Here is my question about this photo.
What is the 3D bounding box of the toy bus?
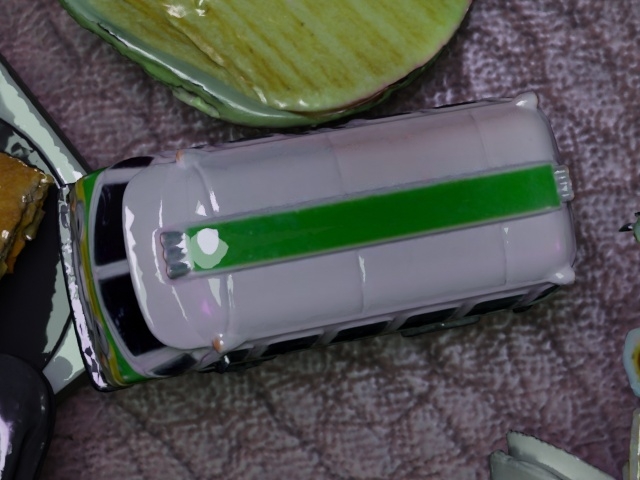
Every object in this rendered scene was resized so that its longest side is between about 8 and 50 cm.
[{"bbox_3d":[0.000,0.000,1.204,0.305,0.179,0.143,-10,87,-15],"label":"toy bus"}]

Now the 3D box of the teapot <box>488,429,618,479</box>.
[{"bbox_3d":[0.104,0.252,1.222,0.183,0.183,0.251,30,79,7],"label":"teapot"}]

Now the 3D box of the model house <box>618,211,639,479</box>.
[{"bbox_3d":[0.314,0.200,1.104,0.340,0.300,0.323,41,116,41],"label":"model house"}]

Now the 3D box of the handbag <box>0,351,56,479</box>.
[{"bbox_3d":[-0.322,0.153,1.231,0.332,0.075,0.191,6,85,7],"label":"handbag"}]

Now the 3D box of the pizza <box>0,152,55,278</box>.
[{"bbox_3d":[-0.265,-0.005,1.223,0.197,0.058,0.292,-21,65,-19],"label":"pizza"}]

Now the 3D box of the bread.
[{"bbox_3d":[-0.037,-0.209,1.282,0.301,0.045,0.301,4,67,-9],"label":"bread"}]

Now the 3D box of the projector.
[{"bbox_3d":[-0.267,0.017,1.311,0.259,0.079,0.257,-39,83,1],"label":"projector"}]
